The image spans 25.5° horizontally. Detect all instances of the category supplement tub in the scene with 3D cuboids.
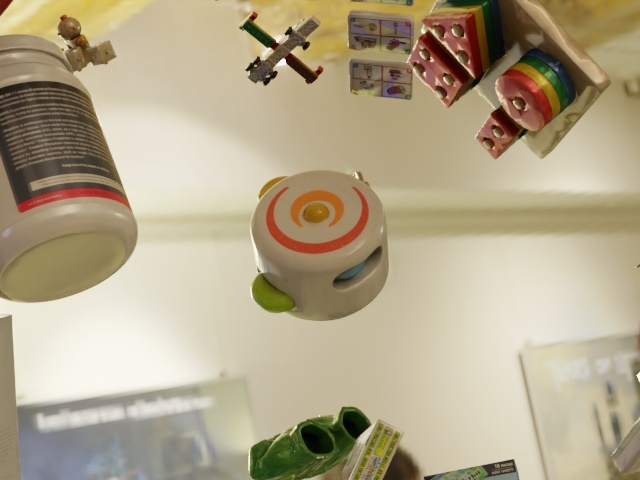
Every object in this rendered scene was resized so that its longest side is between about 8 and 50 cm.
[{"bbox_3d":[-0.337,-0.083,1.644,0.191,0.272,0.191,-19,-25,-9],"label":"supplement tub"}]

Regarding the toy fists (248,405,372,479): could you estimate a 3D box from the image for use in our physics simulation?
[{"bbox_3d":[-0.026,0.353,2.396,0.142,0.096,0.279,-40,-14,23],"label":"toy fists"}]

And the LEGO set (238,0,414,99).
[{"bbox_3d":[-0.009,-0.259,1.659,0.244,0.060,0.183,5,-48,9],"label":"LEGO set"}]

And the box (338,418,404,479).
[{"bbox_3d":[0.049,0.287,1.726,0.036,0.114,0.207,26,-14,2],"label":"box"}]

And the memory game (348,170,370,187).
[{"bbox_3d":[0.067,-0.024,2.369,0.012,0.186,0.186,-7,-11,-17],"label":"memory game"}]

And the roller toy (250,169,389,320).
[{"bbox_3d":[0.000,0.000,1.990,0.191,0.209,0.146,0,-41,7],"label":"roller toy"}]

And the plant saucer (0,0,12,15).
[{"bbox_3d":[-0.385,-0.308,1.599,0.259,0.047,0.258,-49,2,6],"label":"plant saucer"}]

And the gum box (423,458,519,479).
[{"bbox_3d":[0.255,0.454,2.285,0.156,0.184,0.041,-12,-43,8],"label":"gum box"}]

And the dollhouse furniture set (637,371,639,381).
[{"bbox_3d":[0.669,0.140,1.979,0.256,0.362,0.394,-3,-36,-24],"label":"dollhouse furniture set"}]

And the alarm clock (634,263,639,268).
[{"bbox_3d":[0.605,0.002,2.369,0.192,0.064,0.129,-34,-3,35],"label":"alarm clock"}]

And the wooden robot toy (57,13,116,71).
[{"bbox_3d":[-0.369,-0.292,2.081,0.076,0.079,0.173,-30,22,-24],"label":"wooden robot toy"}]

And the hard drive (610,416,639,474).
[{"bbox_3d":[0.503,0.170,1.734,0.203,0.040,0.308,-11,-36,-28],"label":"hard drive"}]

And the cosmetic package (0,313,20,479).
[{"bbox_3d":[-0.477,0.200,1.623,0.224,0.225,0.138,0,7,14],"label":"cosmetic package"}]

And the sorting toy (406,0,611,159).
[{"bbox_3d":[0.234,-0.233,1.904,0.089,0.257,0.255,-40,-8,-18],"label":"sorting toy"}]
